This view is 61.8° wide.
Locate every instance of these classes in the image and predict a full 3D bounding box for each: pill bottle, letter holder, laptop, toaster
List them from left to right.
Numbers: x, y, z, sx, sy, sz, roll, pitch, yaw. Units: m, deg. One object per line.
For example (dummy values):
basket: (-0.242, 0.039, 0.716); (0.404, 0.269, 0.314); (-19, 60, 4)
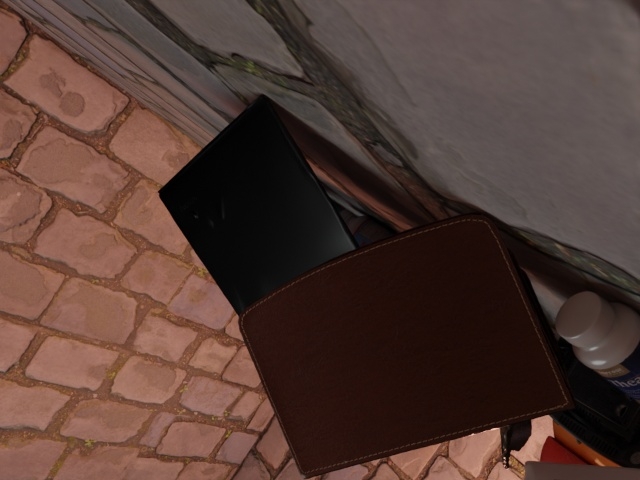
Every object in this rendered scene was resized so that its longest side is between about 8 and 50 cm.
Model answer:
laptop: (0.000, 0.000, 0.859); (0.407, 0.236, 0.382); (5, 164, -35)
pill bottle: (0.099, 0.006, 1.062); (0.160, 0.087, 0.087); (33, 178, 19)
letter holder: (0.088, 0.103, 0.609); (0.214, 0.301, 0.152); (66, -159, 0)
pill bottle: (0.279, 0.099, 0.492); (0.120, 0.067, 0.067); (34, 179, -12)
toaster: (0.369, 0.199, 0.638); (0.146, 0.129, 0.227); (32, 178, -28)

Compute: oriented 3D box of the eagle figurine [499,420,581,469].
eagle figurine: (0.335, 0.235, 0.877); (0.298, 0.225, 0.226); (12, -178, -27)

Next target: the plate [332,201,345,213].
plate: (0.038, -0.067, 1.278); (0.188, 0.024, 0.188); (33, 178, 1)

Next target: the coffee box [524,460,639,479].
coffee box: (0.399, 0.413, 0.457); (0.334, 0.338, 0.337); (34, 147, -32)

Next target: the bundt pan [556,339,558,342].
bundt pan: (0.325, 0.181, 1.134); (0.331, 0.124, 0.331); (34, 179, 0)

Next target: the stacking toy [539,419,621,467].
stacking toy: (0.533, 0.536, 1.068); (0.350, 0.480, 0.350); (34, 178, 1)
